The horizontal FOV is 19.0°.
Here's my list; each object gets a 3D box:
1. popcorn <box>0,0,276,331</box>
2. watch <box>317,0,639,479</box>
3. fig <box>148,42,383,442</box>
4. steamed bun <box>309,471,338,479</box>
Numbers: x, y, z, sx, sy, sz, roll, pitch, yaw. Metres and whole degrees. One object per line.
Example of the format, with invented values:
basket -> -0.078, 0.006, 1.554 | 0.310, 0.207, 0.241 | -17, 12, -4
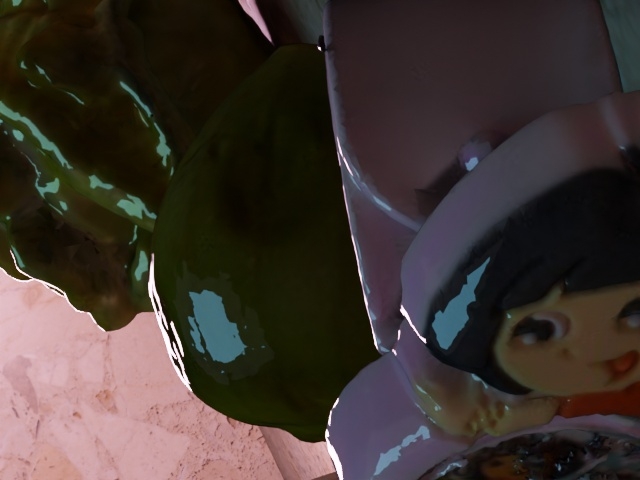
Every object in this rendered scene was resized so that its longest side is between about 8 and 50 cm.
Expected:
popcorn -> -0.157, -0.079, 1.472 | 0.312, 0.312, 0.312 | 61, 171, 17
watch -> 0.088, -0.014, 0.720 | 0.244, 0.196, 0.231 | 74, -172, -48
fig -> -0.008, 0.006, 1.118 | 0.230, 0.207, 0.207 | 63, 171, -2
steamed bun -> 0.049, 0.303, 1.249 | 0.324, 0.324, 0.206 | 60, -168, 23
